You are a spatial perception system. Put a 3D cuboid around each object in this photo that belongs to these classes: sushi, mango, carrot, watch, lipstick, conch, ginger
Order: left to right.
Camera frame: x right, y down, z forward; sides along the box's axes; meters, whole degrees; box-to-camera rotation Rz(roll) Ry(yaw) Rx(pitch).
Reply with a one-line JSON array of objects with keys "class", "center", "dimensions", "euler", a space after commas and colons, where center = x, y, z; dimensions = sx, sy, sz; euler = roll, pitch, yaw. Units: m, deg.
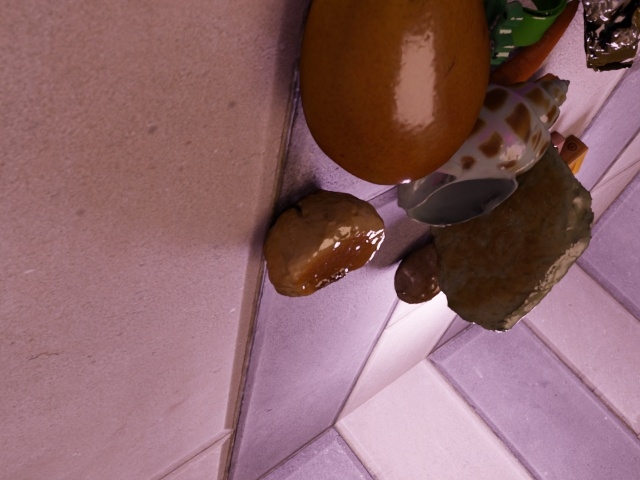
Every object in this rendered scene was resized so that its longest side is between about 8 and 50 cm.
[{"class": "mango", "center": [0.098, -0.237, 0.802], "dimensions": [0.264, 0.221, 0.378], "euler": [-26, 143, -21]}, {"class": "ginger", "center": [0.353, 0.087, 1.853], "dimensions": [0.244, 0.155, 0.304], "euler": [-53, 154, 21]}, {"class": "conch", "center": [0.314, -0.182, 1.202], "dimensions": [0.368, 0.197, 0.249], "euler": [-17, 129, 21]}, {"class": "watch", "center": [0.302, -0.356, 0.967], "dimensions": [0.152, 0.165, 0.131], "euler": [-11, 159, -20]}, {"class": "carrot", "center": [0.433, -0.381, 1.271], "dimensions": [0.271, 0.066, 0.062], "euler": [-42, -168, -3]}, {"class": "lipstick", "center": [0.704, -0.273, 1.903], "dimensions": [0.045, 0.045, 0.145], "euler": [-38, 157, -11]}, {"class": "sushi", "center": [0.573, -0.448, 1.201], "dimensions": [0.291, 0.139, 0.131], "euler": [57, 42, -47]}]

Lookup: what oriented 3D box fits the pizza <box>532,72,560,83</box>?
[{"class": "pizza", "center": [0.484, -0.281, 1.511], "dimensions": [0.189, 0.071, 0.297], "euler": [-47, 163, -17]}]

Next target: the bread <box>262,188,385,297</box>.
[{"class": "bread", "center": [0.000, 0.000, 1.174], "dimensions": [0.244, 0.134, 0.244], "euler": [-32, 158, -15]}]

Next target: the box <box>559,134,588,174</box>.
[{"class": "box", "center": [0.740, -0.203, 2.046], "dimensions": [0.274, 0.076, 0.174], "euler": [-39, 159, -5]}]

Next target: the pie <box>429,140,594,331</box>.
[{"class": "pie", "center": [0.395, -0.035, 1.339], "dimensions": [0.181, 0.418, 0.395], "euler": [17, 129, -31]}]
